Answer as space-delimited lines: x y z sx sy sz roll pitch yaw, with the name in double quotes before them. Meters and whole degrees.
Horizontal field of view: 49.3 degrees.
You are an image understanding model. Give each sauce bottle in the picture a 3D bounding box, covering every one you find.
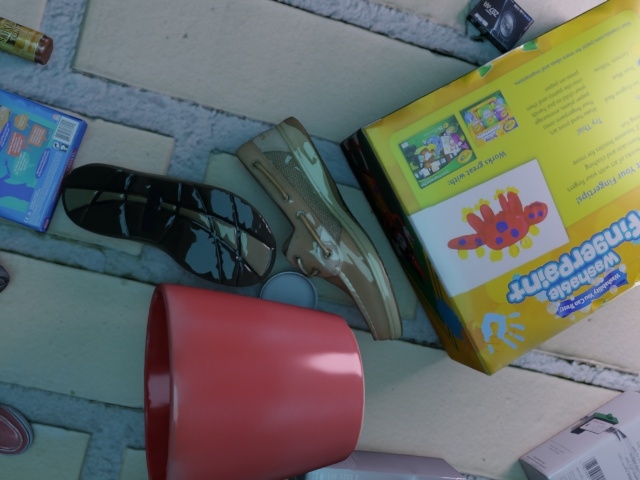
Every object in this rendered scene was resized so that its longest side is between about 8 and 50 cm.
"sauce bottle" -0.423 -0.273 0.922 0.128 0.042 0.042 18 87 -11

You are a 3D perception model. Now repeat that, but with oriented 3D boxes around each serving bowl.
"serving bowl" -0.047 0.082 0.999 0.083 0.027 0.084 -1 101 -8

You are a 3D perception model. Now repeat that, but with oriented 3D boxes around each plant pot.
"plant pot" -0.090 0.192 0.893 0.243 0.275 0.275 1 90 -21

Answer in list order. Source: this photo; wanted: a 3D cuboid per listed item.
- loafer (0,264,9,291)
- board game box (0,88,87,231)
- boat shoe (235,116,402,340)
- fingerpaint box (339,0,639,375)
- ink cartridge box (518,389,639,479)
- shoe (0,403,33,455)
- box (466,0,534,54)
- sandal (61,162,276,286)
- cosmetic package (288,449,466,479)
"loafer" -0.536 0.091 0.886 0.267 0.096 0.084 -33 78 -18
"board game box" -0.438 -0.121 0.917 0.210 0.047 0.160 21 87 -11
"boat shoe" 0.000 0.000 0.972 0.110 0.121 0.341 -29 85 -5
"fingerpaint box" 0.312 -0.084 1.002 0.444 0.163 0.371 -29 95 -9
"ink cartridge box" 0.444 0.355 1.063 0.219 0.092 0.160 -28 96 -10
"shoe" -0.459 0.229 0.897 0.178 0.081 0.064 36 84 -9
"box" 0.275 -0.338 1.066 0.083 0.018 0.067 42 83 -8
"sandal" -0.198 -0.032 0.951 0.302 0.086 0.120 21 92 5
"cosmetic package" 0.076 0.373 0.991 0.237 0.107 0.127 10 89 -14
